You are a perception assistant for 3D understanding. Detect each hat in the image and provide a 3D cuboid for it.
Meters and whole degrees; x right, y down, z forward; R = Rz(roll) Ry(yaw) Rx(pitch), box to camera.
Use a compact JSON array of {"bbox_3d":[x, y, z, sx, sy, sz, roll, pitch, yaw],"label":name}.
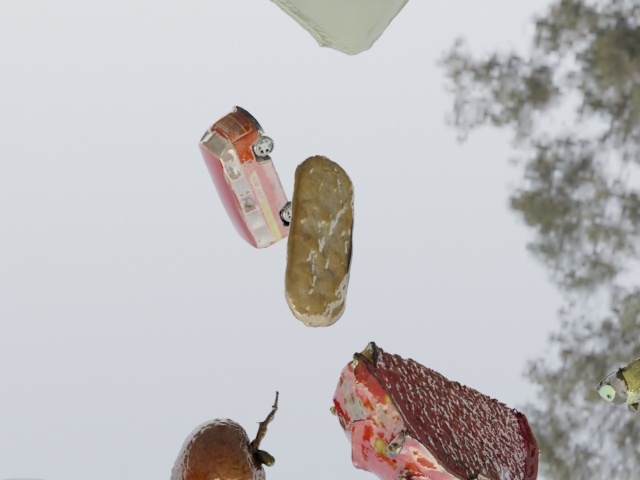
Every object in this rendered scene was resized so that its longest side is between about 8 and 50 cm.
[{"bbox_3d":[0.425,0.197,2.019,0.076,0.077,0.059,-21,-113,-41],"label":"hat"}]

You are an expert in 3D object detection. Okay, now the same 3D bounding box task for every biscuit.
[{"bbox_3d":[0.000,0.000,1.220,0.071,0.147,0.018,19,159,-41],"label":"biscuit"}]

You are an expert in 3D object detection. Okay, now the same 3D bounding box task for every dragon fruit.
[{"bbox_3d":[0.105,0.219,1.443,0.274,0.126,0.161,27,-154,-40],"label":"dragon fruit"}]

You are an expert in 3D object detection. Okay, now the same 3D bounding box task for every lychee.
[{"bbox_3d":[-0.104,0.240,1.646,0.101,0.140,0.114,27,-158,-41],"label":"lychee"}]

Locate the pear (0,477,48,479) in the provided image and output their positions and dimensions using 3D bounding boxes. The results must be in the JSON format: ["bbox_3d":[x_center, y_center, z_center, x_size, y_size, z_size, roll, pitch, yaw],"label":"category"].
[{"bbox_3d":[-0.298,0.388,1.536,0.280,0.281,0.281,3,-141,-2],"label":"pear"}]

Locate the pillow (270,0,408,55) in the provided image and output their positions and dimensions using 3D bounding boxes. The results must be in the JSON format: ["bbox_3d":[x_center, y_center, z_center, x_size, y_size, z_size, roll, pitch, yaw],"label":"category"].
[{"bbox_3d":[0.013,-0.332,1.405,0.120,0.255,0.322,37,-176,38],"label":"pillow"}]

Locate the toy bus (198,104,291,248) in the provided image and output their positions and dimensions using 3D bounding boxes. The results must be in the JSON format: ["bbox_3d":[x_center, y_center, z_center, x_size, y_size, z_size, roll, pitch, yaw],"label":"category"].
[{"bbox_3d":[-0.087,-0.073,1.776,0.077,0.174,0.079,-33,-142,-14],"label":"toy bus"}]
